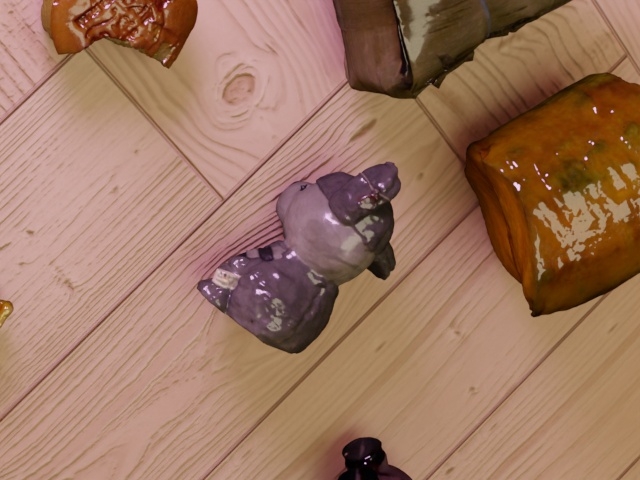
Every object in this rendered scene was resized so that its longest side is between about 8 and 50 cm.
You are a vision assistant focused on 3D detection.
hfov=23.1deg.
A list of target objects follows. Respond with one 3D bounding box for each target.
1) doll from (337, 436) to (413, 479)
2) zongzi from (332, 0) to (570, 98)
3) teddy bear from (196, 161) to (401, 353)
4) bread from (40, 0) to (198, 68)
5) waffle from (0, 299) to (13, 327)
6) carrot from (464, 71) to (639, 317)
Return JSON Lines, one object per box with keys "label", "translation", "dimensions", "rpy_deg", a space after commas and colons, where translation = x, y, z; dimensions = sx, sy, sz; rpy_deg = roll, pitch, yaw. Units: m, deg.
{"label": "doll", "translation": [0.079, 0.374, 1.930], "dimensions": [0.117, 0.182, 0.257], "rpy_deg": [-4, 122, 14]}
{"label": "zongzi", "translation": [0.165, -0.359, 1.695], "dimensions": [0.360, 0.160, 0.323], "rpy_deg": [-23, 118, -18]}
{"label": "teddy bear", "translation": [-0.004, 0.016, 1.771], "dimensions": [0.251, 0.144, 0.171], "rpy_deg": [-45, 143, -5]}
{"label": "bread", "translation": [-0.203, -0.246, 1.591], "dimensions": [0.156, 0.086, 0.125], "rpy_deg": [5, 105, -30]}
{"label": "waffle", "translation": [-0.421, 0.076, 1.616], "dimensions": [0.160, 0.055, 0.211], "rpy_deg": [39, 89, -33]}
{"label": "carrot", "translation": [0.331, -0.067, 1.844], "dimensions": [0.340, 0.241, 0.242], "rpy_deg": [-28, 119, -15]}
